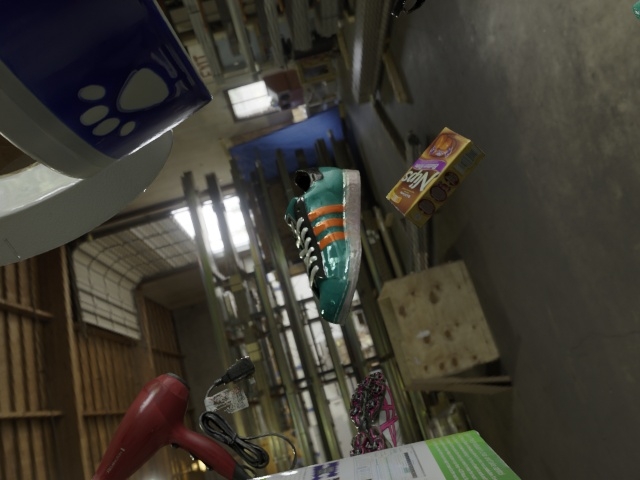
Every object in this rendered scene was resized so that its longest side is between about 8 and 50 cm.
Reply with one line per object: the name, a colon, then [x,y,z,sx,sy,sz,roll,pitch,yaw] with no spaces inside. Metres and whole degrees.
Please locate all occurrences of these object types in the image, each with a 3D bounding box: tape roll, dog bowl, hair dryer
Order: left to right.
dog bowl: [-0.179,-0.177,0.351,0.265,0.104,0.265,59,179,2]
tape roll: [-0.406,-0.119,0.813,0.392,0.391,0.072,-109,3,-49]
hair dryer: [-0.201,0.299,0.869,0.080,0.293,0.224,94,153,-47]

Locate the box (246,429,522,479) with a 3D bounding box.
box: [0.054,0.301,0.646,0.232,0.321,0.059,61,-165,-84]

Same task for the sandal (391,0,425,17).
sandal: [0.136,-0.357,0.826,0.179,0.040,0.067,-70,6,-53]

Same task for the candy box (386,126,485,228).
candy box: [0.222,-0.125,1.118,0.053,0.187,0.109,34,-168,-26]

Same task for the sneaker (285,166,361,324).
sneaker: [0.000,0.000,0.914,0.108,0.121,0.302,101,174,-49]

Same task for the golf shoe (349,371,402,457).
golf shoe: [0.090,0.294,0.895,0.086,0.067,0.186,48,-151,-26]

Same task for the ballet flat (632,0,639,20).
ballet flat: [0.259,-0.228,0.317,0.083,0.087,0.247,-44,-23,-50]
